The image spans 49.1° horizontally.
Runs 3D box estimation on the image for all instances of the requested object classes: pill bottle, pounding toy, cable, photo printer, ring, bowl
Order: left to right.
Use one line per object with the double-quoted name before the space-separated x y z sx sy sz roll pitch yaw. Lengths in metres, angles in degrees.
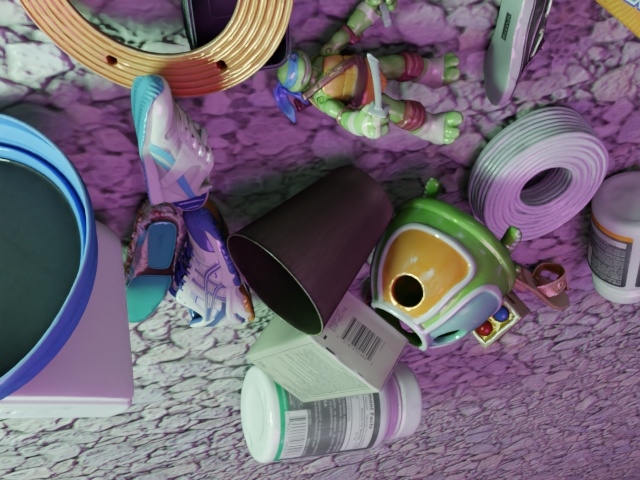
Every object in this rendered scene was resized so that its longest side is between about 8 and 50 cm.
"bowl" -0.453 0.027 0.831 0.390 0.391 0.077 -18 157 -5
"photo printer" -0.391 0.086 0.968 0.256 0.308 0.107 14 145 -43
"ring" -0.190 -0.301 0.753 0.336 0.032 0.337 7 138 6
"pill bottle" 0.025 0.361 1.528 0.360 0.204 0.204 1 134 -25
"pounding toy" 0.344 0.148 1.508 0.130 0.141 0.100 -49 161 27
"cable" 0.389 -0.114 1.265 0.257 0.089 0.257 -28 139 6
"pill bottle" 0.637 0.003 1.448 0.162 0.162 0.278 -22 140 -1

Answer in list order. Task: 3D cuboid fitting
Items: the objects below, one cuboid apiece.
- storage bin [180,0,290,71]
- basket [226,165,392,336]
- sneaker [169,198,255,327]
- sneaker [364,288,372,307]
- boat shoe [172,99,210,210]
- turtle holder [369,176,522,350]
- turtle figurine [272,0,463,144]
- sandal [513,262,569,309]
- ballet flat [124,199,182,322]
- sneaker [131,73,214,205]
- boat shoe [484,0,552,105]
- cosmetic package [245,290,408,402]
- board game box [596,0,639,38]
"storage bin" -0.106 -0.301 0.850 0.122 0.084 0.180 -12 137 -11
"basket" 0.000 0.000 1.106 0.227 0.204 0.154 -45 -167 -28
"sneaker" -0.199 0.057 1.176 0.130 0.112 0.297 -13 136 -2
"sneaker" 0.189 0.110 1.440 0.225 0.088 0.093 -9 158 -15
"boat shoe" -0.199 -0.127 1.007 0.066 0.066 0.183 -10 133 -9
"turtle holder" 0.189 0.067 1.223 0.227 0.243 0.320 -53 -177 -15
"turtle figurine" 0.096 -0.229 0.934 0.266 0.198 0.275 6 135 -34
"sandal" 0.495 0.083 1.527 0.240 0.088 0.079 20 130 -32
"ballet flat" -0.275 0.029 1.132 0.091 0.077 0.241 6 129 -29
"sneaker" -0.185 -0.129 0.886 0.092 0.088 0.229 -10 155 -11
"boat shoe" 0.300 -0.298 1.038 0.070 0.078 0.219 -9 136 -14
"cosmetic package" 0.001 0.196 1.261 0.160 0.113 0.309 40 153 -11
"board game box" 0.644 -0.379 0.888 0.356 0.357 0.356 1 134 -24
